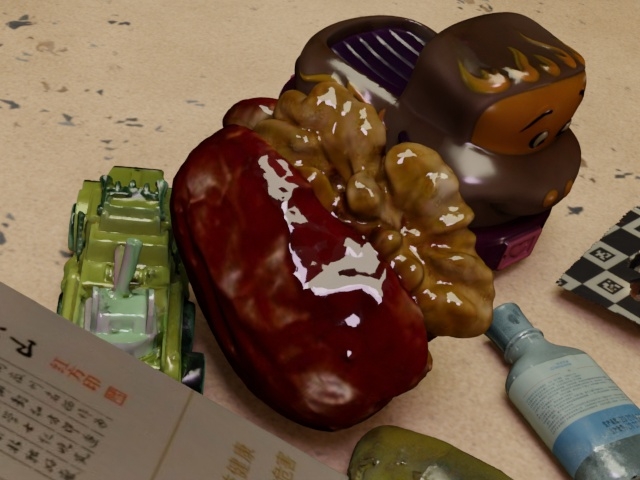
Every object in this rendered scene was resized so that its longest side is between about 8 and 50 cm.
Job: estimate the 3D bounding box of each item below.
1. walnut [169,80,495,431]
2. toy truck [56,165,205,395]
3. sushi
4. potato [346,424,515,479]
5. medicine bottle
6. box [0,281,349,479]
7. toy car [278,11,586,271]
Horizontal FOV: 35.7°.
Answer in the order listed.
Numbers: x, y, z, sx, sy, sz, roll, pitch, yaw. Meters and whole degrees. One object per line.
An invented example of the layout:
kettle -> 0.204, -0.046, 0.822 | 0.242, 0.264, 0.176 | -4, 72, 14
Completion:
walnut -> 0.000, 0.000, 0.789 | 0.269, 0.244, 0.222 | 50, 46, 2
toy truck -> -0.158, 0.018, 0.841 | 0.128, 0.135, 0.259 | 5, 34, -10
sushi -> 0.366, 0.051, 1.025 | 0.193, 0.040, 0.210 | 28, 41, 31
potato -> 0.099, 0.197, 0.720 | 0.188, 0.085, 0.105 | 29, 38, 29
medicine bottle -> 0.212, 0.135, 0.858 | 0.090, 0.053, 0.208 | -10, 40, -25
box -> -0.159, 0.141, 0.633 | 0.365, 0.051, 0.204 | 31, 28, -6
toy car -> 0.114, -0.137, 1.032 | 0.271, 0.240, 0.341 | -22, 51, -40
